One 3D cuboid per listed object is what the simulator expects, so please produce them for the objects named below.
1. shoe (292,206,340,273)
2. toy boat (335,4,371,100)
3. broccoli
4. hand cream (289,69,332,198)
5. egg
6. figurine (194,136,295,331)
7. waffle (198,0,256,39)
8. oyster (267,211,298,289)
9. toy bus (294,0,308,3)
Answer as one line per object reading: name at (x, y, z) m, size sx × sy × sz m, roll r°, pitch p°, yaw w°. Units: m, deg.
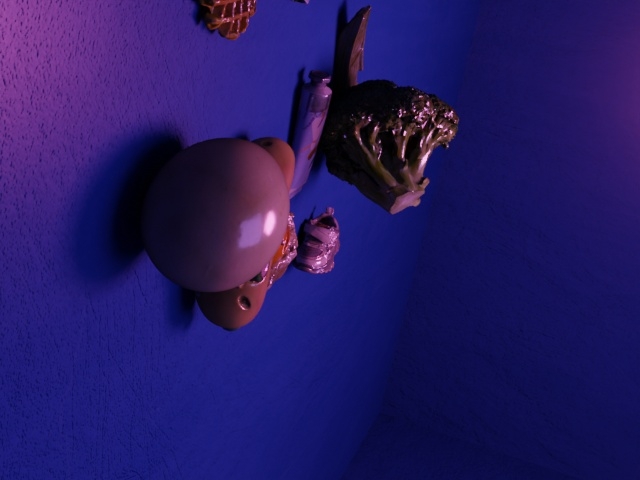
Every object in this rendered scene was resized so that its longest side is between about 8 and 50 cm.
shoe at (0.000, 0.000, 2.022) m, size 0.180 × 0.089 × 0.092 m, roll -58°, pitch 160°, yaw -56°
toy boat at (0.069, -0.370, 1.934) m, size 0.293 × 0.055 × 0.093 m, roll 91°, pitch 21°, yaw -49°
broccoli at (0.141, -0.201, 1.892) m, size 0.308 × 0.308 × 0.275 m, roll 66°, pitch -1°, yaw -70°
hand cream at (-0.028, -0.197, 1.767) m, size 0.091 × 0.058 × 0.271 m, roll -46°, pitch 155°, yaw -56°
egg at (-0.135, -0.040, 1.223) m, size 0.253 × 0.189 × 0.188 m, roll -60°, pitch 161°, yaw -54°
figurine at (-0.112, -0.013, 1.496) m, size 0.222 × 0.124 × 0.324 m, roll 65°, pitch 39°, yaw -70°
waffle at (-0.116, -0.363, 1.241) m, size 0.191 × 0.038 × 0.191 m, roll 16°, pitch 90°, yaw -77°
oyster at (-0.102, 0.053, 1.723) m, size 0.209 × 0.072 × 0.132 m, roll -56°, pitch 155°, yaw -46°
toy bus at (-0.039, -0.411, 1.491) m, size 0.083 × 0.037 × 0.031 m, roll 8°, pitch 99°, yaw -77°
